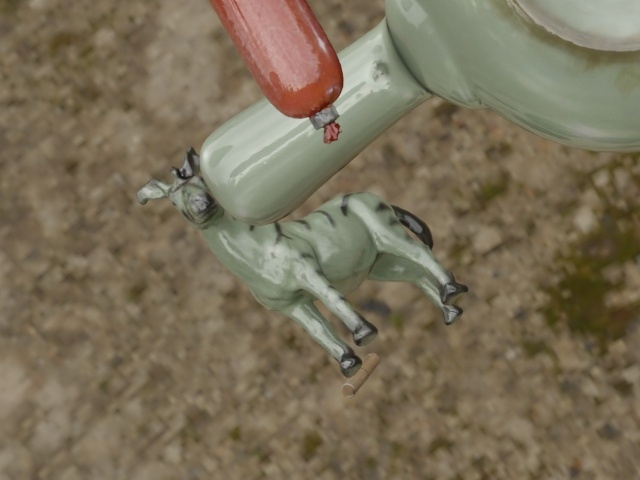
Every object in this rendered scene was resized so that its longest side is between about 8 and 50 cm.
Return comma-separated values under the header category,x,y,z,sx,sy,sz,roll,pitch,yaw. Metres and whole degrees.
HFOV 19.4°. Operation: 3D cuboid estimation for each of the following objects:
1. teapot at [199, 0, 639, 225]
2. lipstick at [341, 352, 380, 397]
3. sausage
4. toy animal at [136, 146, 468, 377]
category,x,y,z,sx,sy,sz,roll,pitch,yaw
teapot,0.078,-0.129,0.841,0.318,0.220,0.149,-10,11,9
lipstick,0.046,0.155,2.153,0.019,0.019,0.094,-14,13,24
sausage,-0.056,-0.145,0.674,0.034,0.034,0.253,-31,84,5
toy animal,-0.003,0.004,1.254,0.176,0.217,0.073,51,127,18
